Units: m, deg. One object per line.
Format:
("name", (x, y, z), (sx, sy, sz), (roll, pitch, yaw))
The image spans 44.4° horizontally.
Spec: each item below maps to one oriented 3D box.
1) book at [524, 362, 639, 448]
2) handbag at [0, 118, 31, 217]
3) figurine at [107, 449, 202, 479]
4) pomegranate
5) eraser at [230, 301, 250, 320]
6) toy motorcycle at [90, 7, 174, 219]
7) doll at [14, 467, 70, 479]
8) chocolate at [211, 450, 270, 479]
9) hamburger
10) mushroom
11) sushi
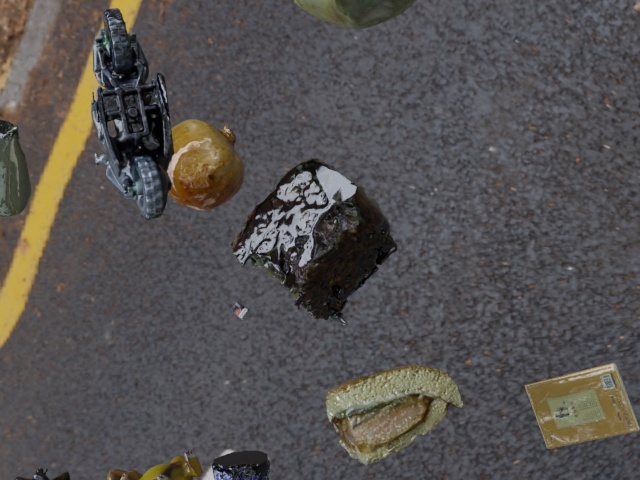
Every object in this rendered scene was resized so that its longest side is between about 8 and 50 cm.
("book", (0.448, 0.287, 1.353), (0.172, 0.012, 0.118), (-24, 79, 38))
("handbag", (-0.684, -0.159, 1.489), (0.315, 0.241, 0.109), (105, 163, -62))
("figurine", (-0.249, 0.395, 1.187), (0.176, 0.121, 0.122), (-17, 101, 33))
("pomegranate", (-0.303, -0.194, 1.984), (0.248, 0.248, 0.248), (-4, 83, 35))
("eraser", (-0.167, 0.145, 1.623), (0.027, 0.019, 0.099), (-55, 21, -6))
("toy motorcycle", (-0.250, -0.159, 1.035), (0.159, 0.106, 0.271), (172, 86, -73))
("doll", (-0.390, 0.438, 1.171), (0.219, 0.091, 0.067), (56, 129, 35))
("chocolate", (-0.188, 0.619, 1.678), (0.148, 0.126, 0.344), (9, 97, 10))
("hamburger", (0.117, 0.265, 1.312), (0.207, 0.155, 0.136), (-26, 93, -13))
("mushroom", (0.059, -0.443, 1.327), (0.190, 0.266, 0.164), (107, 160, -55))
("sushi", (-0.002, 0.001, 1.784), (0.294, 0.299, 0.281), (-52, 41, -2))
